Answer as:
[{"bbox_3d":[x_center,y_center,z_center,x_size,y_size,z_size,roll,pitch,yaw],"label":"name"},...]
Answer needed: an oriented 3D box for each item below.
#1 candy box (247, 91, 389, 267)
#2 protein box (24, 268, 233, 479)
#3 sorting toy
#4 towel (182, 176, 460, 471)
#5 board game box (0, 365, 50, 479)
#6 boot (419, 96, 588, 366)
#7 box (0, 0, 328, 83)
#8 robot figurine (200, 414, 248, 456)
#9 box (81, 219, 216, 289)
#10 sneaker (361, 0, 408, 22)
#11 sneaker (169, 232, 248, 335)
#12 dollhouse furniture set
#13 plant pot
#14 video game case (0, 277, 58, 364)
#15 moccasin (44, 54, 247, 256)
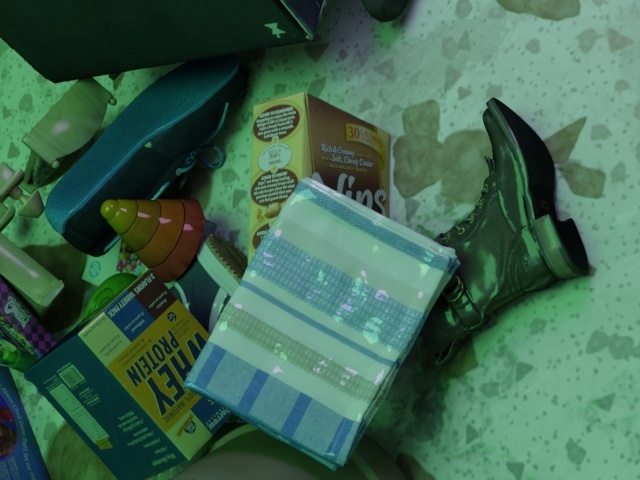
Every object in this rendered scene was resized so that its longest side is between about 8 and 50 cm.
[{"bbox_3d":[0.000,0.000,1.739,0.087,0.183,0.316,-9,72,35],"label":"candy box"},{"bbox_3d":[-0.228,0.177,1.798,0.201,0.136,0.200,49,144,-6],"label":"protein box"},{"bbox_3d":[-0.308,0.066,1.932,0.365,0.126,0.127,-49,35,21],"label":"sorting toy"},{"bbox_3d":[0.003,0.087,1.601,0.209,0.034,0.285,29,76,5],"label":"towel"},{"bbox_3d":[-0.495,0.315,2.005,0.078,0.233,0.347,-43,55,21],"label":"board game box"},{"bbox_3d":[0.170,-0.012,1.670,0.229,0.091,0.263,-30,63,27],"label":"boot"},{"bbox_3d":[-0.198,-0.495,1.885,0.480,0.297,0.471,-4,57,37],"label":"box"},{"bbox_3d":[-0.102,0.264,1.818,0.115,0.067,0.101,-5,87,37],"label":"robot figurine"},{"bbox_3d":[-0.242,0.016,2.020,0.186,0.038,0.145,21,91,41],"label":"box"},{"bbox_3d":[0.142,-0.413,1.801,0.162,0.106,0.281,4,79,36],"label":"sneaker"},{"bbox_3d":[-0.116,0.133,1.847,0.153,0.099,0.282,-49,49,14],"label":"sneaker"},{"bbox_3d":[-0.361,-0.075,2.110,0.355,0.174,0.303,-51,5,-19],"label":"dollhouse furniture set"},{"bbox_3d":[-0.080,0.357,1.598,0.323,0.280,0.323,-3,83,28],"label":"plant pot"},{"bbox_3d":[-0.505,0.097,2.086,0.210,0.232,0.042,4,51,40],"label":"video game case"},{"bbox_3d":[-0.231,-0.120,1.989,0.342,0.117,0.138,-42,39,-7],"label":"moccasin"}]
